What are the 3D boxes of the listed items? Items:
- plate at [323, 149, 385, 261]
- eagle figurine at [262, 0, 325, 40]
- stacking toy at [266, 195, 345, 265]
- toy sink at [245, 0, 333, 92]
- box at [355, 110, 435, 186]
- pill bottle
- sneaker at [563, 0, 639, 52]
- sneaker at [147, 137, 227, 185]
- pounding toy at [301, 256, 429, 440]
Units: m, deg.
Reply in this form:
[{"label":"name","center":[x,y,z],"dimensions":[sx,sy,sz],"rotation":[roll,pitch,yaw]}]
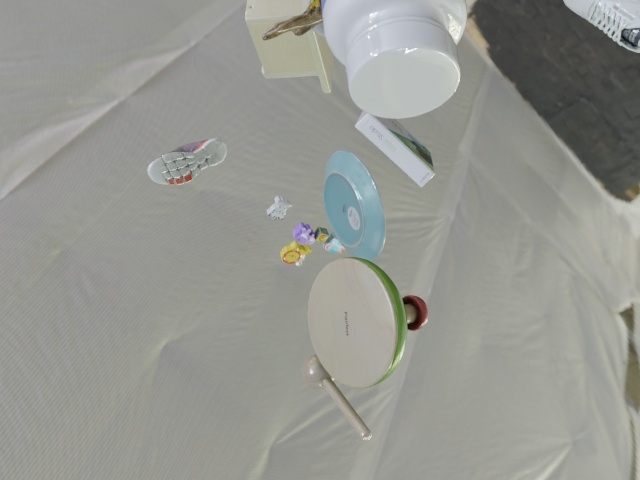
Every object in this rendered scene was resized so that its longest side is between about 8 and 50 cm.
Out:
[{"label":"plate","center":[0.044,-0.052,1.166],"dimensions":[0.024,0.188,0.188],"rotation":[-16,-108,-25]},{"label":"eagle figurine","center":[-0.018,-0.464,1.082],"dimensions":[0.226,0.225,0.298],"rotation":[-11,-108,-41]},{"label":"stacking toy","center":[0.000,0.000,1.503],"dimensions":[0.221,0.052,0.167],"rotation":[16,-147,-31]},{"label":"toy sink","center":[-0.058,-0.414,1.423],"dimensions":[0.234,0.131,0.152],"rotation":[67,-156,-62]},{"label":"box","center":[0.203,-0.268,1.940],"dimensions":[0.232,0.058,0.322],"rotation":[42,-162,-7]},{"label":"pill bottle","center":[0.060,-0.223,0.633],"dimensions":[0.124,0.124,0.221],"rotation":[20,-126,-36]},{"label":"sneaker","center":[0.532,-0.397,1.277],"dimensions":[0.235,0.090,0.095],"rotation":[31,-117,21]},{"label":"sneaker","center":[-0.247,-0.144,1.310],"dimensions":[0.158,0.065,0.061],"rotation":[-24,-63,-33]},{"label":"pounding toy","center":[0.074,0.136,1.041],"dimensions":[0.110,0.236,0.183],"rotation":[-4,-153,-40]}]
